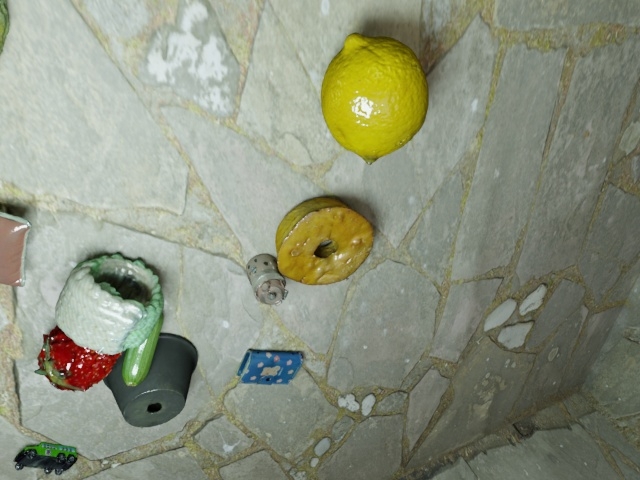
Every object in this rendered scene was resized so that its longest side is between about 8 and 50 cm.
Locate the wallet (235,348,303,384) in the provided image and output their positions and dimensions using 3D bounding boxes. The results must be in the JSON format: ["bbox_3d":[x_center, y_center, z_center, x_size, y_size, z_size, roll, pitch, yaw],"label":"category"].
[{"bbox_3d":[-0.171,0.431,1.424,0.202,0.059,0.141,12,120,-32],"label":"wallet"}]

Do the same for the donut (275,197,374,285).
[{"bbox_3d":[0.002,0.001,1.149,0.278,0.108,0.277,-13,129,-17],"label":"donut"}]

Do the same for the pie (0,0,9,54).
[{"bbox_3d":[-0.612,-0.346,0.615,0.277,0.078,0.277,-14,131,-17],"label":"pie"}]

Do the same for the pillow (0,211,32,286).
[{"bbox_3d":[-0.671,0.001,0.841,0.171,0.075,0.179,20,122,-16],"label":"pillow"}]

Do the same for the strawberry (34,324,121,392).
[{"bbox_3d":[-0.584,0.275,1.047,0.201,0.184,0.186,-21,133,-50],"label":"strawberry"}]

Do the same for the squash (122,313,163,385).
[{"bbox_3d":[-0.463,0.267,1.104,0.068,0.077,0.219,15,81,-10],"label":"squash"}]

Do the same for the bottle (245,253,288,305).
[{"bbox_3d":[-0.141,0.116,1.138,0.099,0.152,0.099,-14,129,-18],"label":"bottle"}]

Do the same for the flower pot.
[{"bbox_3d":[-0.477,0.413,1.196,0.269,0.166,0.269,-12,129,-15],"label":"flower pot"}]

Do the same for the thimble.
[{"bbox_3d":[-0.469,0.142,0.957,0.219,0.219,0.150,22,112,-36],"label":"thimble"}]

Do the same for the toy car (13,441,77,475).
[{"bbox_3d":[-0.829,0.655,1.276,0.071,0.062,0.165,-44,131,9],"label":"toy car"}]

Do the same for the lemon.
[{"bbox_3d":[0.114,-0.308,0.896,0.228,0.228,0.253,-17,129,-14],"label":"lemon"}]
